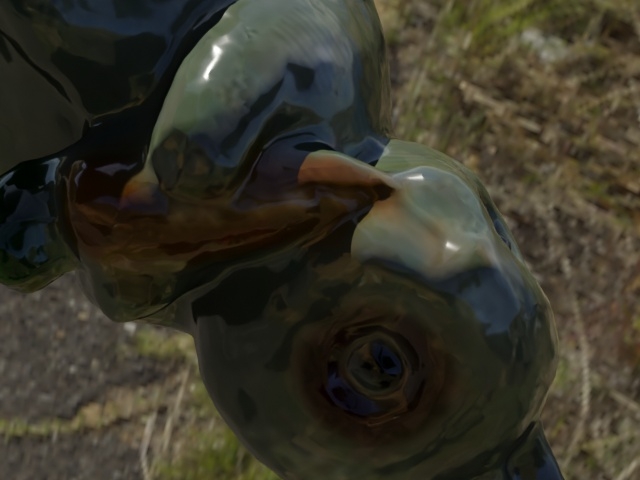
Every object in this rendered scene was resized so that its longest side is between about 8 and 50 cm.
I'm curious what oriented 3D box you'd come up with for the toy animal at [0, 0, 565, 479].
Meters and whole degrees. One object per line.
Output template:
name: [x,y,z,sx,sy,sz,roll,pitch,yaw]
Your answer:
toy animal: [0.000,-0.007,0.406,0.236,0.108,0.138,39,55,1]
